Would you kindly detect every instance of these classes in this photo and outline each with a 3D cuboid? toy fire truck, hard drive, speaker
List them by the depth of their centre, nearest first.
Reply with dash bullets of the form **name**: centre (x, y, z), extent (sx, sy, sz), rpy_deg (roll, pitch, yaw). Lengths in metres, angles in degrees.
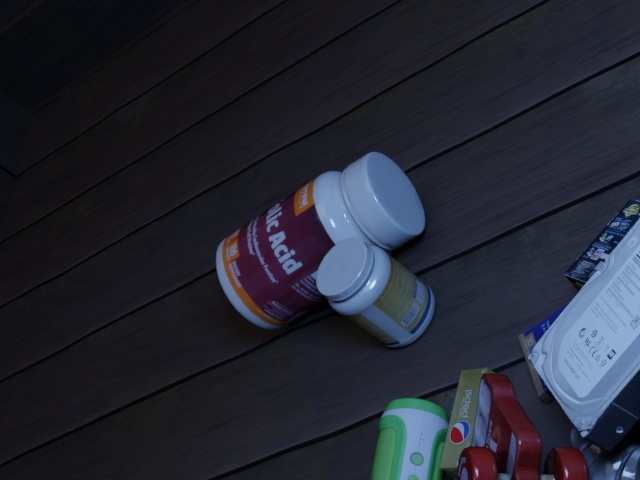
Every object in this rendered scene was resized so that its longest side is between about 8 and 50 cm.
- **hard drive**: centre (0.453, 0.106, 1.804), extent (0.339, 0.064, 0.237), rpy_deg (-52, 23, 14)
- **toy fire truck**: centre (0.273, 0.379, 1.888), extent (0.254, 0.170, 0.302), rpy_deg (-108, 21, -69)
- **speaker**: centre (0.138, 0.415, 2.091), extent (0.131, 0.131, 0.296), rpy_deg (-18, 47, 40)

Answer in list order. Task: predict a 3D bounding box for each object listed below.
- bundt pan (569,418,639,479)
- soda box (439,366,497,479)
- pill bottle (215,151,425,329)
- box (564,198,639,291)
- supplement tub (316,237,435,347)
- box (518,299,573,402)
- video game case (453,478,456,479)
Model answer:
- **bundt pan**: centre (0.494, 0.265, 1.812), extent (0.331, 0.124, 0.330), rpy_deg (-31, 39, 29)
- **soda box**: centre (0.253, 0.303, 2.085), extent (0.058, 0.061, 0.181), rpy_deg (-15, 49, 43)
- **pill bottle**: centre (0.000, 0.000, 2.533), extent (0.392, 0.224, 0.224), rpy_deg (-33, 39, 27)
- **box**: centre (0.508, 0.025, 1.998), extent (0.175, 0.051, 0.220), rpy_deg (-48, 21, -8)
- **supplement tub**: centre (0.102, 0.096, 2.350), extent (0.144, 0.200, 0.144), rpy_deg (-30, 40, 29)
- **box**: centre (0.435, 0.152, 2.061), extent (0.225, 0.036, 0.136), rpy_deg (-36, 37, 21)
- **video game case**: centre (0.268, 0.385, 2.064), extent (0.119, 0.015, 0.166), rpy_deg (-32, 40, 27)
